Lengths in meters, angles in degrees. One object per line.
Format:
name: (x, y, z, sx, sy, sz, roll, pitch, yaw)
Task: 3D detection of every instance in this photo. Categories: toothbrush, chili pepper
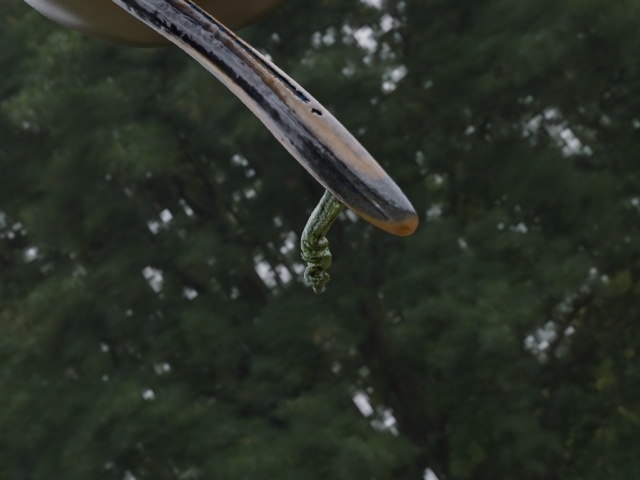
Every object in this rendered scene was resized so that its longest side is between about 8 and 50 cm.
toothbrush: (-0.082, -0.108, 0.515, 0.023, 0.321, 0.031, -30, -20, -51)
chili pepper: (0.000, 0.000, 0.954, 0.022, 0.027, 0.083, -98, 18, -61)

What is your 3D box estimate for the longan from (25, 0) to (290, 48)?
longan: (-0.090, -0.285, 0.771, 0.288, 0.288, 0.350, -19, -47, -49)
